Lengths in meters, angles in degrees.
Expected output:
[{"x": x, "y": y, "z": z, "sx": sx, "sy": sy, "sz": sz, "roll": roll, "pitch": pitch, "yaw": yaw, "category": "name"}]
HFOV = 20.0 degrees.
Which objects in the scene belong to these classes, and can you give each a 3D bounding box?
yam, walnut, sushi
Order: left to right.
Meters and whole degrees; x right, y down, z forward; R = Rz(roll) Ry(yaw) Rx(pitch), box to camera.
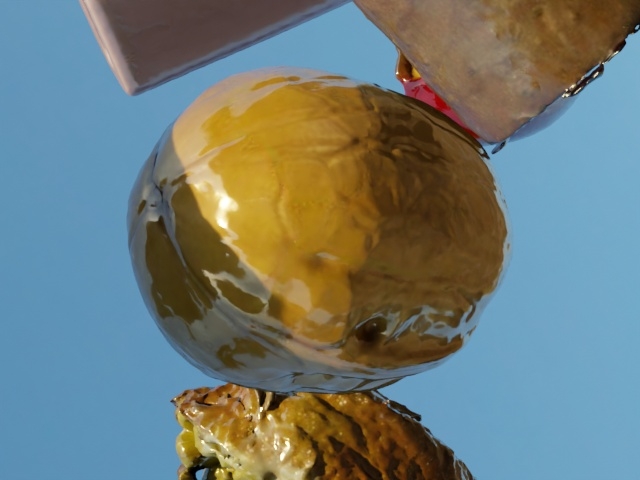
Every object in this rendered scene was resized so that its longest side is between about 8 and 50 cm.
[{"x": 0.000, "y": 0.000, "z": 1.030, "sx": 0.225, "sy": 0.193, "sz": 0.193, "roll": 22, "pitch": -127, "yaw": -38, "category": "walnut"}, {"x": 0.011, "y": 0.209, "z": 1.383, "sx": 0.296, "sy": 0.167, "sz": 0.179, "roll": 40, "pitch": -114, "yaw": -22, "category": "sushi"}, {"x": 0.041, "y": -0.097, "z": 0.558, "sx": 0.127, "sy": 0.084, "sz": 0.084, "roll": 48, "pitch": -138, "yaw": -5, "category": "yam"}]

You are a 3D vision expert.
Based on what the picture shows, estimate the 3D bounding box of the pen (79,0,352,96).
[{"x": 0.034, "y": -0.096, "z": 0.428, "sx": 0.032, "sy": 0.197, "sz": 0.053, "roll": 56, "pitch": 170, "yaw": 45, "category": "pen"}]

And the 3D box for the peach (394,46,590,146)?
[{"x": 0.125, "y": -0.128, "z": 1.180, "sx": 0.151, "sy": 0.118, "sz": 0.151, "roll": -28, "pitch": -55, "yaw": -50, "category": "peach"}]
